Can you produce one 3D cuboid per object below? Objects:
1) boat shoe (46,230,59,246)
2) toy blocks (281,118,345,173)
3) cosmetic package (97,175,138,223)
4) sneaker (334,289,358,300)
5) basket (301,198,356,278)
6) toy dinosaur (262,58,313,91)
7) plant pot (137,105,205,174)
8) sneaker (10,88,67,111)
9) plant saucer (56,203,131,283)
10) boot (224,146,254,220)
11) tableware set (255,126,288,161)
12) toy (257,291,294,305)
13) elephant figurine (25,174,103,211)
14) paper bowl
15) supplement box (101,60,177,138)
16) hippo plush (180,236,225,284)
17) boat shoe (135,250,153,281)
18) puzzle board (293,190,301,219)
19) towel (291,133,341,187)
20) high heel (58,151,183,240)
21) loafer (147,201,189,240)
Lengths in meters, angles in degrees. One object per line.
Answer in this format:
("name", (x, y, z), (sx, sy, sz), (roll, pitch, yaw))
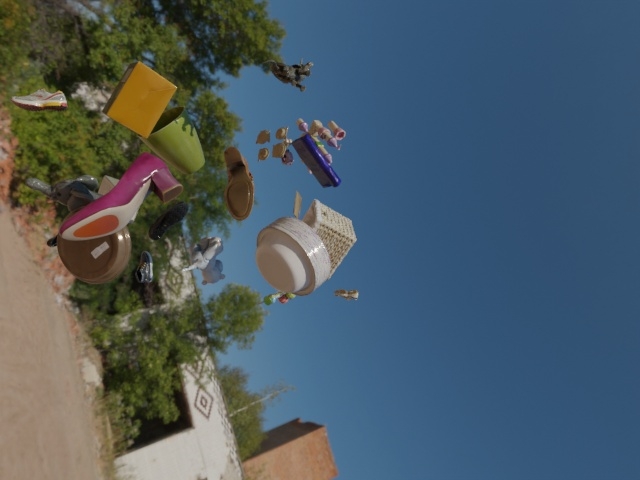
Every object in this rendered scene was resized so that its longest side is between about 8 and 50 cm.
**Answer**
("boat shoe", (-1.310, -0.014, 2.121), (0.042, 0.133, 0.048), (10, -50, 19))
("toy blocks", (-0.022, -0.498, 2.369), (0.260, 0.309, 0.288), (57, -45, 31))
("cosmetic package", (-0.982, -0.202, 2.047), (0.296, 0.129, 0.153), (31, -81, 50))
("sneaker", (0.087, 0.191, 1.447), (0.031, 0.084, 0.036), (-69, 158, -59))
("basket", (0.000, 0.000, 2.416), (0.331, 0.267, 0.328), (-56, -164, 20))
("toy dinosaur", (-0.151, -0.760, 1.922), (0.160, 0.314, 0.120), (38, -51, 38))
("plant pot", (-0.741, -0.499, 2.202), (0.275, 0.275, 0.293), (39, -17, 51))
("sneaker", (-1.317, -0.660, 1.976), (0.088, 0.226, 0.092), (168, -85, -68))
("plant saucer", (-0.777, 0.013, 1.430), (0.041, 0.278, 0.277), (-23, 101, -80))
("boot", (-0.297, -0.187, 1.585), (0.220, 0.109, 0.283), (86, -12, -77))
("tableware set", (-0.197, -0.389, 1.701), (0.169, 0.020, 0.140), (-3, -107, 31))
("toy", (-0.159, 0.249, 1.892), (0.137, 0.237, 0.056), (-35, -104, 34))
("elephant figurine", (-0.852, -0.151, 1.487), (0.170, 0.186, 0.239), (25, -32, 28))
("paper bowl", (-0.115, 0.070, 1.484), (0.285, 0.148, 0.283), (26, -46, 29))
("supplement box", (-0.589, -0.452, 1.359), (0.191, 0.129, 0.194), (-59, -144, 0))
("hippo plush", (-0.642, 0.135, 2.499), (0.294, 0.235, 0.236), (-102, 168, -57))
("boat shoe", (-1.010, 0.150, 2.406), (0.065, 0.083, 0.183), (-13, -96, 20))
("puzzle board", (-0.116, -0.173, 2.112), (0.096, 0.011, 0.128), (57, 37, -69))
("towel", (-0.015, -0.411, 2.186), (0.308, 0.076, 0.228), (52, -12, -17))
("high heel", (-0.618, -0.138, 1.260), (0.181, 0.377, 0.127), (44, -42, 13))
("loafer", (-0.682, -0.095, 1.877), (0.076, 0.223, 0.078), (47, -2, -39))
